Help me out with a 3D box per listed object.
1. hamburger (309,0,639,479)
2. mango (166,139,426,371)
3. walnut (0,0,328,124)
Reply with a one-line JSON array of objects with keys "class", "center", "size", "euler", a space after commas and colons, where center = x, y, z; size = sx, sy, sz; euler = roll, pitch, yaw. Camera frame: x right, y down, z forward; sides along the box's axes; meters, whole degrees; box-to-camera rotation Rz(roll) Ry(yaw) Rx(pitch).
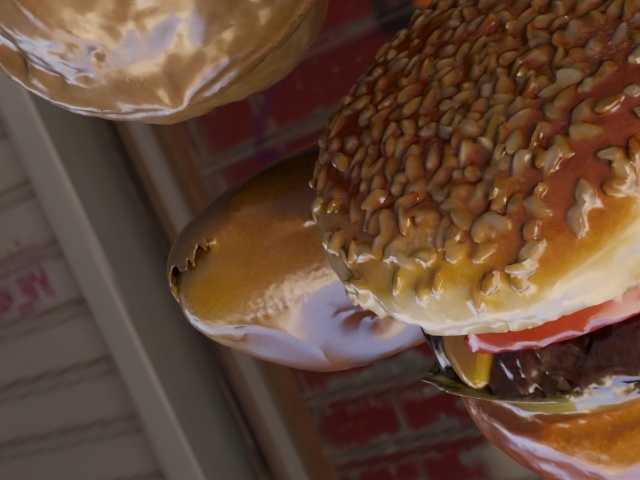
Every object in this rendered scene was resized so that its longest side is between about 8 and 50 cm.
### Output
[{"class": "hamburger", "center": [0.170, -0.039, 0.965], "size": [0.330, 0.250, 0.330], "euler": [-34, -150, 23]}, {"class": "mango", "center": [0.000, 0.000, 1.212], "size": [0.236, 0.166, 0.136], "euler": [-25, -131, 0]}, {"class": "walnut", "center": [-0.127, -0.241, 1.149], "size": [0.306, 0.343, 0.306], "euler": [-10, 154, -5]}]
